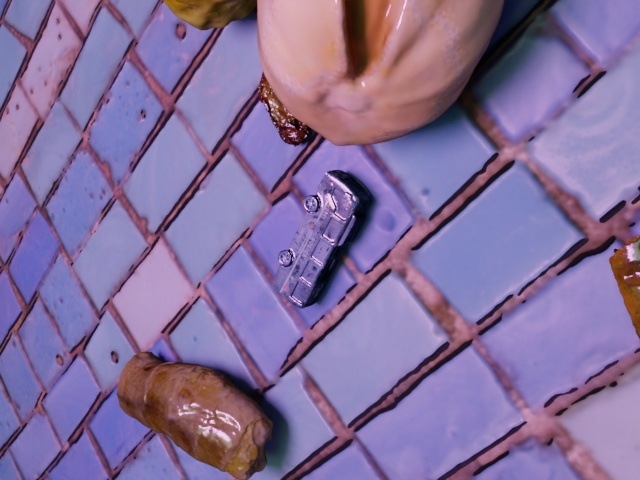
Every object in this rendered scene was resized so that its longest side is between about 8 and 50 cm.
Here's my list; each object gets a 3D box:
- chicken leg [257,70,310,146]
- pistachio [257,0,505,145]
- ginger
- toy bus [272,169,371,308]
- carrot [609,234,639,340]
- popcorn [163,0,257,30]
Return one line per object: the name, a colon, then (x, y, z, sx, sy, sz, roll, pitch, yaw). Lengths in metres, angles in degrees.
chicken leg: (-0.045, -0.185, 0.705, 0.062, 0.037, 0.145, -22, 82, 11)
pistachio: (0.057, -0.238, 0.535, 0.230, 0.230, 0.308, 19, 102, 31)
ginger: (-0.172, 0.224, 0.786, 0.263, 0.116, 0.109, 13, 61, 37)
toy bus: (0.000, 0.000, 0.685, 0.065, 0.047, 0.165, 36, 114, 21)
carrot: (0.308, 0.119, 0.482, 0.070, 0.070, 0.260, -23, 81, 33)
popcorn: (-0.124, -0.415, 0.587, 0.294, 0.292, 0.333, 6, 90, 41)
